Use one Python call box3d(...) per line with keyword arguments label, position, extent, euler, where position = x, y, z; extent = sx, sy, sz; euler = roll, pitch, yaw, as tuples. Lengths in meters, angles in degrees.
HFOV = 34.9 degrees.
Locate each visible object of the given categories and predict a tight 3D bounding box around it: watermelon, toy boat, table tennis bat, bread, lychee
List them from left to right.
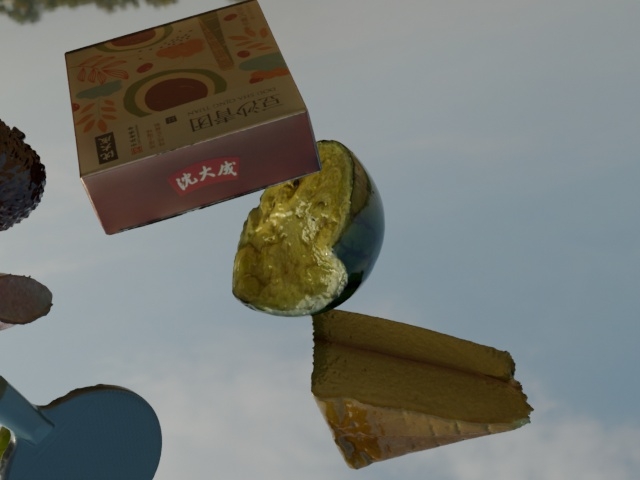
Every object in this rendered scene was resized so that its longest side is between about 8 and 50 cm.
box3d(label="toy boat", position=(-0.590, 0.111, 1.661), extent=(0.282, 0.096, 0.206), euler=(-11, 180, 24))
box3d(label="lychee", position=(-0.485, -0.093, 1.434), extent=(0.195, 0.194, 0.194), euler=(-10, -162, 3))
box3d(label="table tennis bat", position=(-0.305, 0.254, 1.224), extent=(0.044, 0.329, 0.215), euler=(33, -107, 37))
box3d(label="watermelon", position=(0.000, 0.000, 1.821), extent=(0.331, 0.189, 0.330), euler=(-33, -143, 29))
box3d(label="bread", position=(0.185, 0.238, 1.847), extent=(0.362, 0.244, 0.233), euler=(-13, -142, 9))

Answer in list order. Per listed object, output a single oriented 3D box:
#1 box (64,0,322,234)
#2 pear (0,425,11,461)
box3d(label="box", position=(-0.216, -0.214, 1.638), extent=(0.345, 0.122, 0.385), euler=(-17, -139, -4))
box3d(label="pear", position=(-0.513, 0.426, 1.830), extent=(0.188, 0.219, 0.187), euler=(2, -177, 0))
